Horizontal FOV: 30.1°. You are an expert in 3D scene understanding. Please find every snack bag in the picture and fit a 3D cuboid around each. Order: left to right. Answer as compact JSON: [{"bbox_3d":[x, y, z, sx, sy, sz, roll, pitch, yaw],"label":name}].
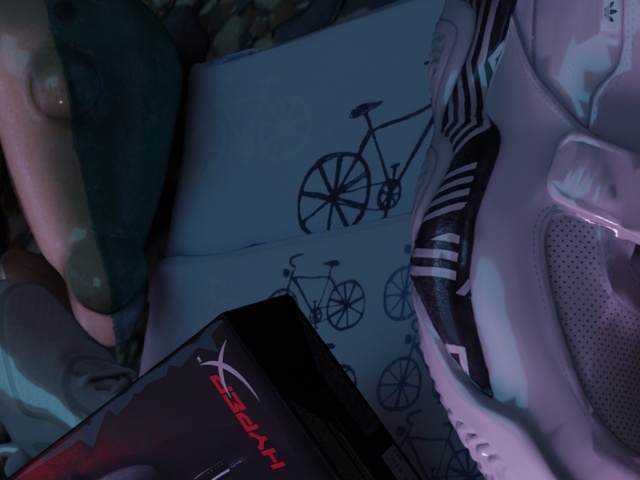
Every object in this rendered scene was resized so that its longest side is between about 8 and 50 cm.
[{"bbox_3d":[0.000,0.000,0.738,0.323,0.037,0.342,-11,65,43],"label":"snack bag"}]

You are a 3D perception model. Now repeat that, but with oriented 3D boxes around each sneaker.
[{"bbox_3d":[-0.101,0.129,0.682,0.118,0.110,0.292,-44,73,26],"label":"sneaker"},{"bbox_3d":[0.159,-0.057,0.525,0.210,0.137,0.366,-20,56,41],"label":"sneaker"}]

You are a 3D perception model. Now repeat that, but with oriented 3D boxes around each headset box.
[{"bbox_3d":[-0.078,0.199,0.562,0.293,0.110,0.218,-37,83,13],"label":"headset box"}]

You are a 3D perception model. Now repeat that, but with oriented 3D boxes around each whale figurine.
[{"bbox_3d":[-0.155,-0.066,0.860,0.216,0.141,0.272,106,147,-64],"label":"whale figurine"}]

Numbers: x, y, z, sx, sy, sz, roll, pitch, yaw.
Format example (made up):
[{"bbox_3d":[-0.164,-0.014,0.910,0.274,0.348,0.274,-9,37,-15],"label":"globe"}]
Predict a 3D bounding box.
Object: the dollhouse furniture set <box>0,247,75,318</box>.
[{"bbox_3d":[-0.282,0.144,0.865,0.212,0.161,0.242,-33,51,31],"label":"dollhouse furniture set"}]
